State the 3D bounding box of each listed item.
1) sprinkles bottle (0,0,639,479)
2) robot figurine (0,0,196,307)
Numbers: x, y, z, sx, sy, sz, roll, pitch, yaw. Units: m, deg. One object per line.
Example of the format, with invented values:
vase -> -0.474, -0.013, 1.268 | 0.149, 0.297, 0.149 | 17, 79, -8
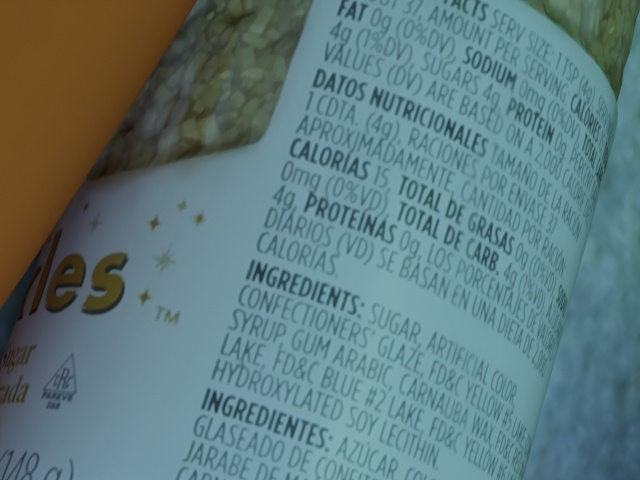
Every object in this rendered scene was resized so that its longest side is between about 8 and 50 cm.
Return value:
sprinkles bottle -> 0.000, 0.000, 0.430 | 0.121, 0.121, 0.355 | 31, 67, -35
robot figurine -> -0.101, -0.033, 0.342 | 0.128, 0.158, 0.219 | 35, 62, -9
